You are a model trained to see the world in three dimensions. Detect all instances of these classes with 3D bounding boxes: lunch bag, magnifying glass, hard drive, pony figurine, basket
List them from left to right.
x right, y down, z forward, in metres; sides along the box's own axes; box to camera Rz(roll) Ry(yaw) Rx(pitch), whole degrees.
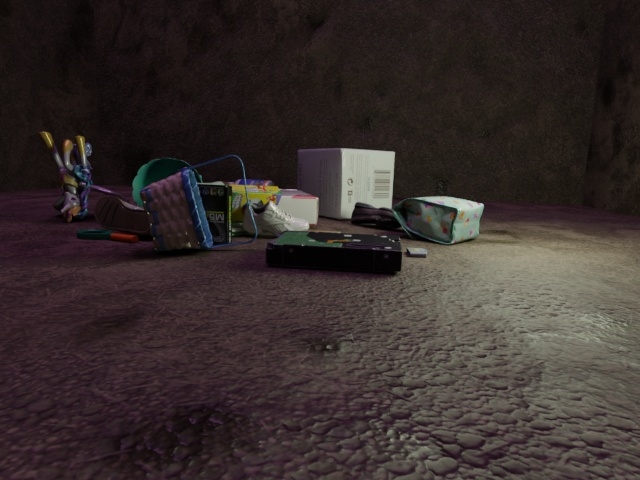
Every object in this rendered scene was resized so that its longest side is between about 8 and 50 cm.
[{"bbox_3d":[-1.008,-0.241,1.934,0.302,0.364,0.351,-13,-2,-1],"label":"pony figurine"},{"bbox_3d":[-0.671,-0.014,1.466,0.230,0.026,0.092,4,9,24],"label":"magnifying glass"},{"bbox_3d":[-0.341,-0.096,1.317,0.288,0.255,0.201,-10,8,-4],"label":"basket"},{"bbox_3d":[0.044,0.025,1.241,0.338,0.064,0.237,4,10,7],"label":"hard drive"},{"bbox_3d":[0.419,-0.085,1.692,0.262,0.160,0.223,17,18,38],"label":"lunch bag"}]

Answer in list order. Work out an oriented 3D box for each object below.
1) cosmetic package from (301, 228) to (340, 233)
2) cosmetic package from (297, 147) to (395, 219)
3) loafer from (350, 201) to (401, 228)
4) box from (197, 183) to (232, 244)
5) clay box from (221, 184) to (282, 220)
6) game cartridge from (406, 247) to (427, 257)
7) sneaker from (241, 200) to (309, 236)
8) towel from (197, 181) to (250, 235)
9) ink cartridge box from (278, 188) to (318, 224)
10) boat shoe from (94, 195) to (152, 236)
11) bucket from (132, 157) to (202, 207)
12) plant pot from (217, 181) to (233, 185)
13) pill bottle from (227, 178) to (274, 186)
[{"bbox_3d":[0.000,0.000,1.394,0.114,0.060,0.041,6,10,12],"label":"cosmetic package"},{"bbox_3d":[0.118,-0.290,2.330,0.327,0.330,0.393,-5,11,-33],"label":"cosmetic package"},{"bbox_3d":[0.245,-0.084,1.931,0.302,0.095,0.109,19,-11,48],"label":"loafer"},{"bbox_3d":[-0.370,-0.084,1.450,0.190,0.184,0.045,5,8,12],"label":"box"},{"bbox_3d":[-0.256,-0.128,1.615,0.221,0.128,0.053,-4,45,-37],"label":"clay box"},{"bbox_3d":[0.287,0.035,1.376,0.055,0.017,0.083,6,10,2],"label":"game cartridge"},{"bbox_3d":[-0.151,-0.076,1.580,0.231,0.115,0.090,5,32,-4],"label":"sneaker"},{"bbox_3d":[-0.380,-0.119,1.683,0.247,0.038,0.325,-9,43,-44],"label":"towel"},{"bbox_3d":[-0.146,-0.141,1.918,0.207,0.117,0.283,-1,11,-17],"label":"ink cartridge box"},{"bbox_3d":[-0.631,-0.066,1.552,0.302,0.113,0.103,19,-7,29],"label":"boat shoe"},{"bbox_3d":[-0.624,-0.214,1.939,0.280,0.282,0.183,0,11,-10],"label":"bucket"},{"bbox_3d":[-0.407,-0.145,1.911,0.166,0.167,0.165,0,17,-9],"label":"plant pot"},{"bbox_3d":[-0.408,-0.273,2.654,0.271,0.153,0.152,4,10,15],"label":"pill bottle"}]
